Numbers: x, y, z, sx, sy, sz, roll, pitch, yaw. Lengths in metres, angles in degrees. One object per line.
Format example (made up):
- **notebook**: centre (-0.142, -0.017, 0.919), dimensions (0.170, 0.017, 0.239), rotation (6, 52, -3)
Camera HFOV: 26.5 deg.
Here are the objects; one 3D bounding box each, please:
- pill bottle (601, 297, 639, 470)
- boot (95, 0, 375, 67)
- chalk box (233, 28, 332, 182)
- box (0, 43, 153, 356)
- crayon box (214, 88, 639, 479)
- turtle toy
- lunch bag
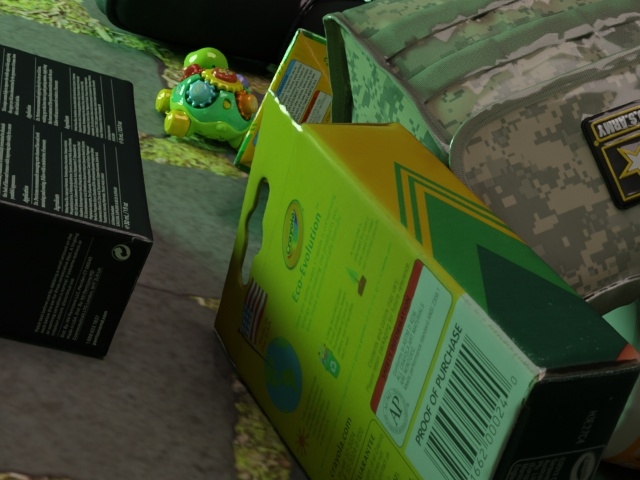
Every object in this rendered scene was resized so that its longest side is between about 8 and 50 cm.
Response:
- **pill bottle**: centre (0.333, 0.118, 1.042), dimensions (0.278, 0.162, 0.162), rotation (17, 25, -13)
- **boot**: centre (0.030, -0.175, 1.436), dimensions (0.445, 0.146, 0.367), rotation (42, 32, 27)
- **chalk box**: centre (0.026, -0.096, 1.222), dimensions (0.132, 0.132, 0.213), rotation (25, 5, 6)
- **box**: centre (-0.228, -0.047, 0.962), dimensions (0.184, 0.103, 0.261), rotation (18, 25, -20)
- **crayon box**: centre (0.044, 0.062, 0.844), dimensions (0.081, 0.202, 0.318), rotation (-4, 35, -31)
- **turtle toy**: centre (-0.105, -0.139, 1.305), dimensions (0.095, 0.066, 0.130), rotation (12, 26, -24)
- **lunch bag**: centre (0.166, -0.069, 0.960), dimensions (0.235, 0.169, 0.287), rotation (-22, 48, -17)
